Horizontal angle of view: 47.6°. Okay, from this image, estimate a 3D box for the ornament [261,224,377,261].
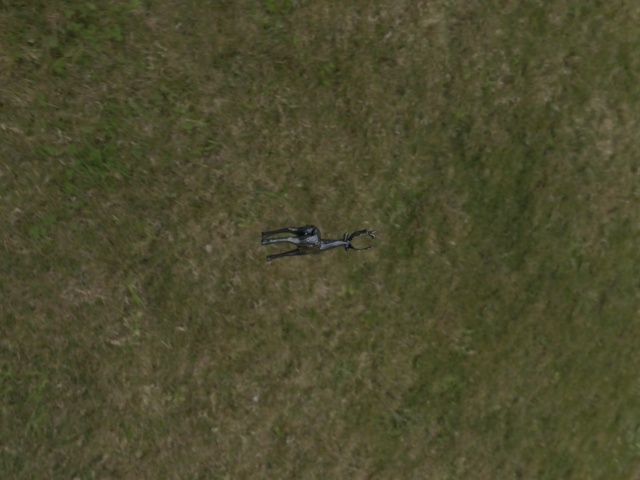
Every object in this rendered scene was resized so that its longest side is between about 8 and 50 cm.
[{"bbox_3d":[0.000,0.000,0.777,0.125,0.073,0.028,-4,74,-3],"label":"ornament"}]
